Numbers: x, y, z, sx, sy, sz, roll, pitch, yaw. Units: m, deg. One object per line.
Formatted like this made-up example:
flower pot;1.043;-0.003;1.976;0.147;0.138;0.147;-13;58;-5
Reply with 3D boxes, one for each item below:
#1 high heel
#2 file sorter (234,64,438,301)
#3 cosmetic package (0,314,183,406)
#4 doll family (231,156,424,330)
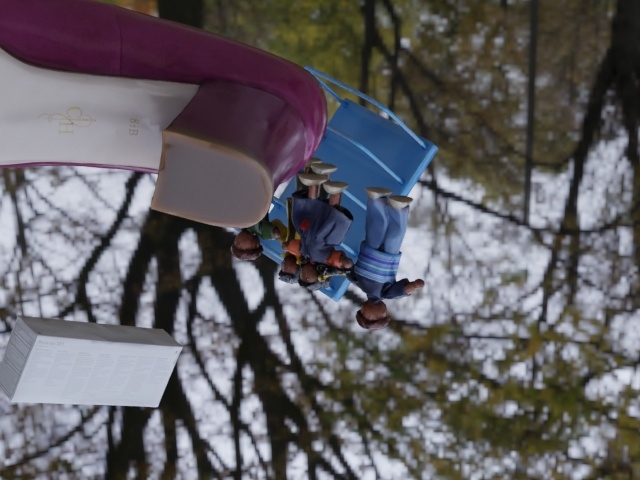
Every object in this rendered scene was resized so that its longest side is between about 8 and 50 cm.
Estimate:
high heel;-0.182;-0.120;0.833;0.377;0.127;0.181;24;-150;0
file sorter;-0.001;-0.056;1.111;0.118;0.170;0.104;32;178;36
cosmetic package;-0.304;0.161;1.615;0.239;0.099;0.060;11;-160;-46
doll family;0.000;0.000;0.962;0.076;0.111;0.193;-2;-160;-38
